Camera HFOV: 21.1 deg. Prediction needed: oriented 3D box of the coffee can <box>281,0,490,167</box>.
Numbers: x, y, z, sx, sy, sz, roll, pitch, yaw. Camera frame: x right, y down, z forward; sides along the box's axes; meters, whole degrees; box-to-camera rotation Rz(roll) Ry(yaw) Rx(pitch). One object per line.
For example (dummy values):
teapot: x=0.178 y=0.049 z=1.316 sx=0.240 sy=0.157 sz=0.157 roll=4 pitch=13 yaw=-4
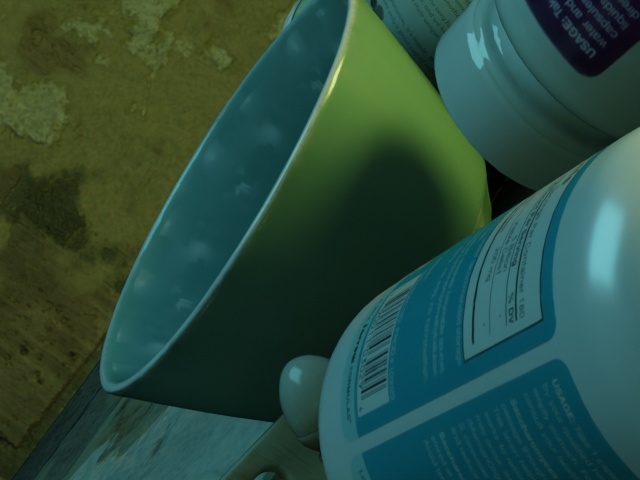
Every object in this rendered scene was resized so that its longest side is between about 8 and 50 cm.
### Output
coffee can: x=0.118 y=-0.174 z=1.252 sx=0.275 sy=0.201 sz=0.201 roll=-39 pitch=16 yaw=52

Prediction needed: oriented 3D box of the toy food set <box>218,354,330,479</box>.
toy food set: x=0.016 y=0.107 z=0.876 sx=0.220 sy=0.092 sz=0.306 roll=-43 pitch=4 yaw=-34

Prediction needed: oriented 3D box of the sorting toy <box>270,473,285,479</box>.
sorting toy: x=-0.052 y=0.224 z=1.083 sx=0.208 sy=0.038 sz=0.193 roll=-44 pitch=11 yaw=13

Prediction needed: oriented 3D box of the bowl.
bowl: x=0.000 y=0.000 z=1.154 sx=0.311 sy=0.163 sz=0.311 roll=-54 pitch=16 yaw=23

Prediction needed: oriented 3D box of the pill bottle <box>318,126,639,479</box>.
pill bottle: x=0.116 y=0.044 z=0.612 sx=0.146 sy=0.146 sz=0.264 roll=-57 pitch=11 yaw=-31

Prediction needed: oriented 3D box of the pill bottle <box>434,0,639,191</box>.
pill bottle: x=0.197 y=-0.154 z=0.904 sx=0.301 sy=0.169 sz=0.169 roll=-42 pitch=13 yaw=40
